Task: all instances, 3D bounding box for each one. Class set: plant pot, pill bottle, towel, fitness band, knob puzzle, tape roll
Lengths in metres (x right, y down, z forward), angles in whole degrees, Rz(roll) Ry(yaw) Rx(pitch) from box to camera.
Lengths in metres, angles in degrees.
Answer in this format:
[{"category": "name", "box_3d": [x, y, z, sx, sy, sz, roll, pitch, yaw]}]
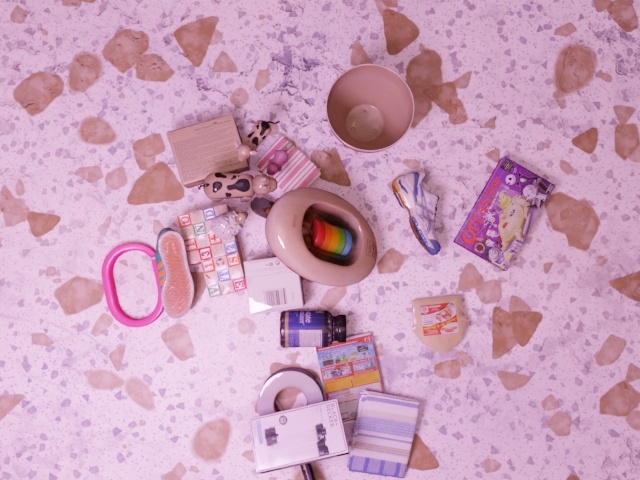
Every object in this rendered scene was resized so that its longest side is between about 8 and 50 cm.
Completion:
[{"category": "plant pot", "box_3d": [0.156, -0.419, 1.735, 0.284, 0.191, 0.283, 0, 87, -1]}, {"category": "pill bottle", "box_3d": [-0.024, 0.296, 1.729, 0.219, 0.123, 0.122, -1, 87, -1]}, {"category": "towel", "box_3d": [0.210, 0.653, 1.741, 0.209, 0.034, 0.284, 10, 96, -3]}, {"category": "fitness band", "box_3d": [-0.633, 0.151, 1.765, 0.209, 0.054, 0.290, -13, 86, -1]}, {"category": "towel", "box_3d": [-0.113, -0.252, 1.807, 0.197, 0.029, 0.144, 43, 87, 4]}, {"category": "knob puzzle", "box_3d": [0.409, 0.292, 1.780, 0.213, 0.030, 0.213, 0, 87, -1]}, {"category": "tape roll", "box_3d": [-0.100, 0.543, 1.740, 0.219, 0.072, 0.219, 0, 87, 0]}]

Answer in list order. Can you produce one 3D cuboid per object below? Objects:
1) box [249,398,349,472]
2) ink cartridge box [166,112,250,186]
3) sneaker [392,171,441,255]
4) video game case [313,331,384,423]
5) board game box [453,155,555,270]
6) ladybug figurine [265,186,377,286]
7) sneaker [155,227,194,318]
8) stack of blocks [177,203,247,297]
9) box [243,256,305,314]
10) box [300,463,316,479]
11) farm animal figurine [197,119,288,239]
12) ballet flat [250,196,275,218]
[{"category": "box", "box_3d": [-0.066, 0.616, 1.630, 0.290, 0.087, 0.169, -11, 64, -1]}, {"category": "ink cartridge box", "box_3d": [-0.381, -0.305, 1.773, 0.235, 0.088, 0.193, -16, 87, -2]}, {"category": "sneaker", "box_3d": [0.359, -0.098, 1.760, 0.131, 0.112, 0.296, -24, 88, -2]}, {"category": "video game case", "box_3d": [0.103, 0.474, 1.769, 0.204, 0.025, 0.285, -12, 88, -1]}, {"category": "board game box", "box_3d": [0.638, -0.093, 1.796, 0.208, 0.056, 0.346, 30, 87, 5]}, {"category": "ladybug figurine", "box_3d": [0.000, 0.000, 1.658, 0.449, 0.162, 0.304, 22, 64, -37]}, {"category": "sneaker", "box_3d": [-0.488, 0.104, 1.720, 0.108, 0.121, 0.302, -6, 104, -22]}, {"category": "stack of blocks", "box_3d": [-0.361, 0.042, 1.756, 0.171, 0.087, 0.297, -15, 87, -1]}, {"category": "box", "box_3d": [-0.153, 0.146, 1.737, 0.181, 0.119, 0.181, -8, 86, -1]}, {"category": "box", "box_3d": [-0.047, 0.745, 1.708, 0.029, 0.116, 0.162, -19, 88, -3]}, {"category": "farm animal figurine", "box_3d": [-0.230, -0.201, 1.648, 0.327, 0.172, 0.330, -20, 92, -12]}, {"category": "ballet flat", "box_3d": [-0.128, -0.075, 1.787, 0.250, 0.058, 0.084, 25, 69, -5]}]
